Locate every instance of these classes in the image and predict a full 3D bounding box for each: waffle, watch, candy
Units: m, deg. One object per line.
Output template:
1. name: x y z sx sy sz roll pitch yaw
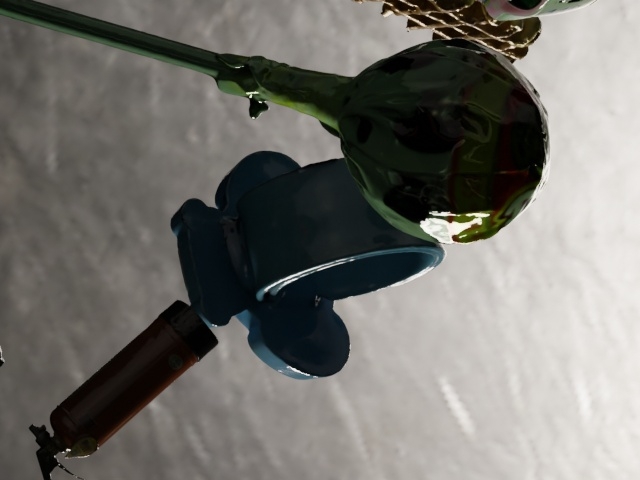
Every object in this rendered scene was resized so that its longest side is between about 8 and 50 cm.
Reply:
1. waffle: 0.098 -0.205 1.634 0.192 0.046 0.160 16 172 2
2. watch: 0.000 0.000 1.618 0.211 0.211 0.193 38 137 -26
3. candy: -0.040 -0.073 0.883 0.305 0.091 0.083 16 150 14

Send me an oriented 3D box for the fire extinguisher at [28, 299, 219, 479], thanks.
1. fire extinguisher: -0.157 0.122 1.474 0.062 0.177 0.050 51 167 -17

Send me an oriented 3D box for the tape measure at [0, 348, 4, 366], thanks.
1. tape measure: -0.348 0.117 1.622 0.087 0.154 0.177 48 -162 22

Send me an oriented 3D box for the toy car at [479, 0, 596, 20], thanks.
1. toy car: 0.193 -0.226 1.455 0.090 0.076 0.224 -11 169 -19
